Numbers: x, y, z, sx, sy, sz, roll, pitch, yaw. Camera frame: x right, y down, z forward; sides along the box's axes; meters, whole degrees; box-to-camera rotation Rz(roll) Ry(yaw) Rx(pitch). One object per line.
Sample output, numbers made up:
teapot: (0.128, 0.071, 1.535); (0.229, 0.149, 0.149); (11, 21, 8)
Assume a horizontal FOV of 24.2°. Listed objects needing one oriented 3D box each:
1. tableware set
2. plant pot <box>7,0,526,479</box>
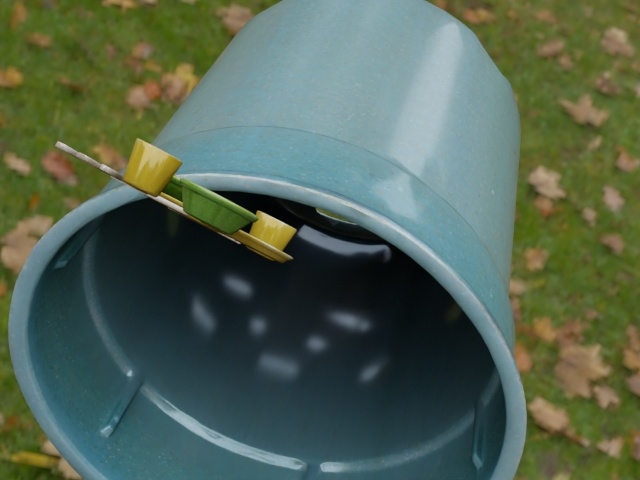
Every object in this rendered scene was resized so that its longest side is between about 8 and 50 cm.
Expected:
tableware set: (-0.051, -0.018, 0.697); (0.104, 0.024, 0.154); (27, -3, 19)
plant pot: (0.000, 0.000, 1.079); (0.341, 0.341, 0.334); (21, 41, 1)
